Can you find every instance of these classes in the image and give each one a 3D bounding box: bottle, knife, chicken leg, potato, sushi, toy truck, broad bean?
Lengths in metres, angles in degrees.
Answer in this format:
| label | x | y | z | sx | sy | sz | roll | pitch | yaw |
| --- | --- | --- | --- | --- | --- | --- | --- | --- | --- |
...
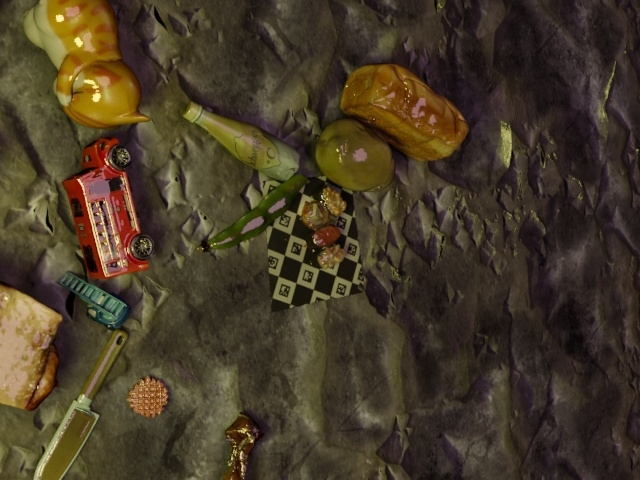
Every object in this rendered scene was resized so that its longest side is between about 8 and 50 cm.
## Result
| label | x | y | z | sx | sy | sz | roll | pitch | yaw |
| --- | --- | --- | --- | --- | --- | --- | --- | --- | --- |
| bottle | -0.165 | -0.209 | 1.630 | 0.270 | 0.083 | 0.083 | 26 | 75 | -31 |
| knife | -0.440 | 0.325 | 1.462 | 0.061 | 0.027 | 0.343 | 39 | 68 | -33 |
| chicken leg | -0.175 | 0.508 | 1.618 | 0.113 | 0.093 | 0.304 | 11 | 79 | -24 |
| potato | 0.082 | -0.188 | 1.773 | 0.200 | 0.154 | 0.137 | 15 | 119 | -42 |
| sushi | 0.000 | 0.000 | 1.764 | 0.264 | 0.050 | 0.289 | -8 | 94 | -35 |
| toy truck | -0.397 | -0.059 | 1.447 | 0.114 | 0.107 | 0.252 | -19 | 100 | -35 |
| toy truck | -0.421 | 0.110 | 1.463 | 0.136 | 0.074 | 0.063 | 27 | 67 | 10 |
| broad bean | -0.133 | -0.047 | 1.667 | 0.297 | 0.043 | 0.060 | -39 | 110 | -23 |

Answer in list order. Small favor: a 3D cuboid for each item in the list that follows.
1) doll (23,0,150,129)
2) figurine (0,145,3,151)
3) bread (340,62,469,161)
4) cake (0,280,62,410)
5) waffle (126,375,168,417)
| label | x | y | z | sx | sy | sz | roll | pitch | yaw |
| --- | --- | --- | --- | --- | --- | --- | --- | --- | --- |
| doll | -0.421 | -0.326 | 1.405 | 0.162 | 0.167 | 0.269 | -20 | 104 | -32 |
| figurine | -0.646 | -0.149 | 1.270 | 0.237 | 0.141 | 0.162 | 30 | 44 | -29 |
| bread | 0.200 | -0.297 | 1.833 | 0.294 | 0.167 | 0.132 | 25 | 68 | -30 |
| cake | -0.544 | 0.158 | 1.286 | 0.293 | 0.196 | 0.198 | 29 | 72 | -31 |
| waffle | -0.337 | 0.305 | 1.535 | 0.083 | 0.029 | 0.075 | 43 | 66 | -25 |
